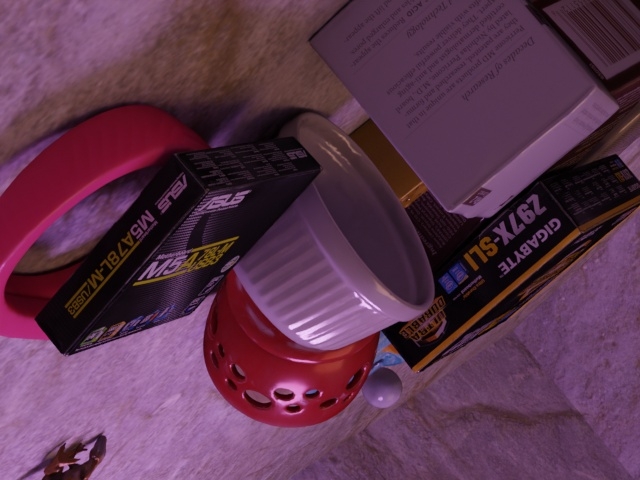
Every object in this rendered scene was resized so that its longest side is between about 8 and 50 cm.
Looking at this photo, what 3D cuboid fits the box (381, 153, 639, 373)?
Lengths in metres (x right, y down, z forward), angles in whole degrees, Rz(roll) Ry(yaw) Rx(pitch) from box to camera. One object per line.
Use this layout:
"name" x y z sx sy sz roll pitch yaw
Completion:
"box" 0.234 0.021 1.597 0.257 0.079 0.322 -42 169 25

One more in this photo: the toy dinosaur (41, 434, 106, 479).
"toy dinosaur" -0.331 0.308 1.676 0.211 0.064 0.112 -29 165 -35

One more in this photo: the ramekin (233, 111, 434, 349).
"ramekin" 0.000 0.000 1.220 0.109 0.207 0.207 -34 169 19

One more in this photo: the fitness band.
"fitness band" -0.170 -0.009 1.041 0.209 0.054 0.291 -40 168 4

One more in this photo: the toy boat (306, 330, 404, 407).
"toy boat" 0.074 0.178 2.147 0.267 0.148 0.318 -37 167 -8

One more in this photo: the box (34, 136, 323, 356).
"box" -0.105 0.001 1.059 0.184 0.045 0.190 -44 168 23

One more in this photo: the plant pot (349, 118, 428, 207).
"plant pot" 0.077 -0.081 1.401 0.081 0.083 0.081 -39 167 1

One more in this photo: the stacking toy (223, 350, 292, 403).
"stacking toy" -0.003 0.102 1.730 0.141 0.141 0.330 -45 169 28

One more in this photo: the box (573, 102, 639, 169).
"box" 0.414 -0.233 1.715 0.311 0.121 0.148 -45 165 27

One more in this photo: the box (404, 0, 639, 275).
"box" 0.205 -0.116 1.504 0.191 0.143 0.381 -29 164 -41

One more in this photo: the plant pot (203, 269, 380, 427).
"plant pot" -0.022 0.083 1.468 0.191 0.191 0.174 -32 163 -28

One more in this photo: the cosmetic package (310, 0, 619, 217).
"cosmetic package" 0.121 -0.134 1.111 0.151 0.184 0.151 -42 167 14
